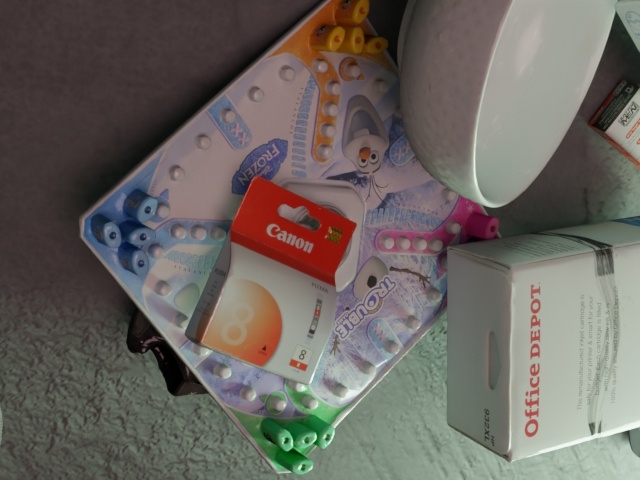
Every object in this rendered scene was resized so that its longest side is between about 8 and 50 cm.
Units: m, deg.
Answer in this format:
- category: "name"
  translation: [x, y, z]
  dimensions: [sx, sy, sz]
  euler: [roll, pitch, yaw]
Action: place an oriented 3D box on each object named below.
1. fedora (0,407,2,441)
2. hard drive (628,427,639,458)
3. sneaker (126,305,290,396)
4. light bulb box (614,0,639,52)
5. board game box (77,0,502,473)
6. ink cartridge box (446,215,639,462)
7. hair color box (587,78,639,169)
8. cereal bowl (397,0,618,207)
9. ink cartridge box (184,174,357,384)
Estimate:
- category: "fedora"
  translation: [-0.451, 0.178, 1.243]
  dimensions: [0.244, 0.124, 0.275]
  euler: [9, 115, -21]
- category: "hard drive"
  translation: [0.551, 0.148, 1.646]
  dimensions: [0.319, 0.040, 0.210]
  euler: [-18, 115, -13]
- category: "sneaker"
  translation: [-0.121, 0.137, 1.359]
  dimensions: [0.234, 0.078, 0.106]
  euler: [37, 67, -24]
- category: "light bulb box"
  translation: [0.584, -0.222, 1.357]
  dimensions: [0.358, 0.225, 0.361]
  euler: [-42, 112, -16]
- category: "board game box"
  translation: [0.000, 0.000, 1.328]
  dimensions: [0.390, 0.050, 0.390]
  euler: [-44, 119, -17]
- category: "ink cartridge box"
  translation: [0.303, 0.103, 1.425]
  dimensions: [0.307, 0.129, 0.223]
  euler: [-8, 105, -28]
- category: "hair color box"
  translation: [0.397, -0.125, 1.483]
  dimensions: [0.141, 0.043, 0.072]
  euler: [35, 95, -29]
- category: "cereal bowl"
  translation: [0.180, -0.213, 1.266]
  dimensions: [0.339, 0.141, 0.339]
  euler: [-45, 149, -36]
- category: "ink cartridge box"
  translation: [-0.039, 0.043, 1.257]
  dimensions: [0.145, 0.045, 0.179]
  euler: [25, 89, -33]
